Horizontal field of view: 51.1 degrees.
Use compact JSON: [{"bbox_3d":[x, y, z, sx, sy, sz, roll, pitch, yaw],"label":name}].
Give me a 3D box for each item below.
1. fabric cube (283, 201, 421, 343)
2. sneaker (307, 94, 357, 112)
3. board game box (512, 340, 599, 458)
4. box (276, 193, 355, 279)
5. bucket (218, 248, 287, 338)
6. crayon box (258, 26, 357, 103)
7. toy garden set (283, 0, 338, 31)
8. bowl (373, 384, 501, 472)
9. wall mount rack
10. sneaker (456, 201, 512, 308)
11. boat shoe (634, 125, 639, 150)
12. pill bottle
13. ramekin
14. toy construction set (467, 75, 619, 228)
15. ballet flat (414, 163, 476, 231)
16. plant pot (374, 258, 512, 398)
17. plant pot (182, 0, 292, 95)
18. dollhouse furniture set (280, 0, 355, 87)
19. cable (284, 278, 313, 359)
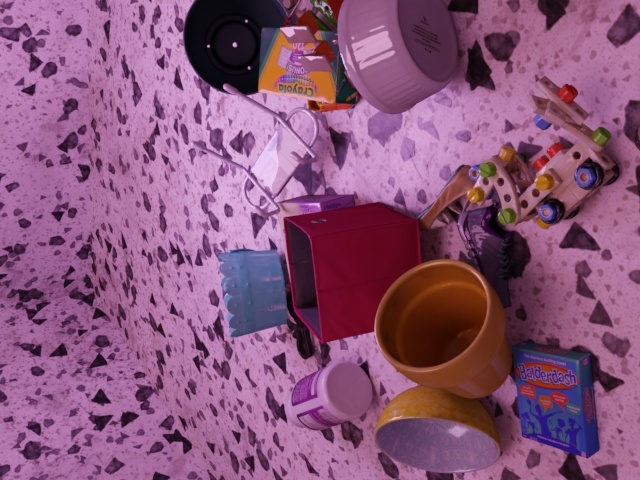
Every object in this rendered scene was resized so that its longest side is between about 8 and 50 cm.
[{"bbox_3d":[0.075,0.064,1.601,0.254,0.258,0.259,-143,45,-70],"label":"fabric cube"},{"bbox_3d":[0.031,-0.358,1.714,0.175,0.067,0.064,-10,94,53],"label":"sneaker"},{"bbox_3d":[0.485,0.325,1.387,0.160,0.047,0.210,3,105,54],"label":"board game box"},{"bbox_3d":[0.000,0.000,1.860,0.213,0.117,0.243,4,107,54],"label":"box"},{"bbox_3d":[-0.213,0.157,2.090,0.281,0.183,0.281,173,90,-79],"label":"bucket"},{"bbox_3d":[-0.031,-0.436,1.662,0.278,0.081,0.165,18,110,40],"label":"crayon box"},{"bbox_3d":[-0.012,-0.589,1.679,0.204,0.049,0.244,47,141,14],"label":"toy garden set"},{"bbox_3d":[0.279,0.418,1.586,0.289,0.289,0.156,126,163,-49],"label":"bowl"},{"bbox_3d":[-0.174,-0.244,1.812,0.304,0.130,0.350,47,122,14],"label":"wall mount rack"},{"bbox_3d":[0.367,0.034,1.406,0.098,0.083,0.224,-22,90,42],"label":"sneaker"},{"bbox_3d":[0.615,-0.111,0.970,0.324,0.122,0.120,47,134,31],"label":"boat shoe"},{"bbox_3d":[0.012,0.472,1.995,0.301,0.169,0.169,-38,72,53],"label":"pill bottle"},{"bbox_3d":[0.168,-0.402,1.351,0.127,0.273,0.273,-12,94,43],"label":"ramekin"},{"bbox_3d":[0.407,-0.146,1.230,0.215,0.151,0.328,58,153,21],"label":"toy construction set"},{"bbox_3d":[0.278,-0.072,1.488,0.073,0.080,0.232,46,141,10],"label":"ballet flat"},{"bbox_3d":[0.277,0.203,1.379,0.254,0.254,0.239,23,165,48],"label":"plant pot"},{"bbox_3d":[-0.230,-0.547,1.845,0.196,0.293,0.293,-134,35,-74],"label":"plant pot"},{"bbox_3d":[0.086,-0.456,1.464,0.135,0.262,0.259,19,153,47],"label":"dollhouse furniture set"},{"bbox_3d":[-0.047,0.243,2.099,0.139,0.072,0.287,4,119,46],"label":"cable"}]
